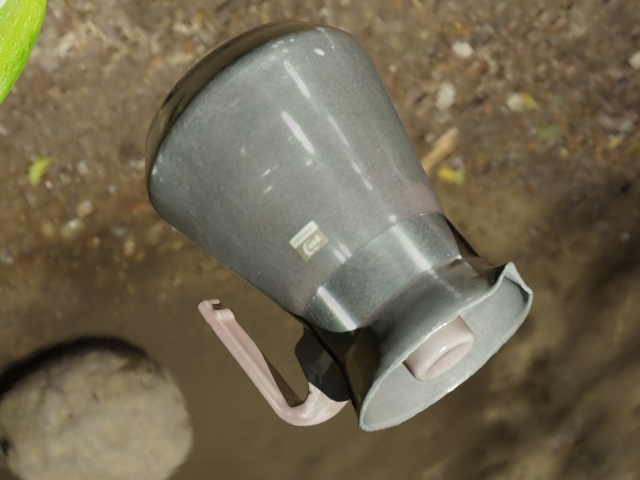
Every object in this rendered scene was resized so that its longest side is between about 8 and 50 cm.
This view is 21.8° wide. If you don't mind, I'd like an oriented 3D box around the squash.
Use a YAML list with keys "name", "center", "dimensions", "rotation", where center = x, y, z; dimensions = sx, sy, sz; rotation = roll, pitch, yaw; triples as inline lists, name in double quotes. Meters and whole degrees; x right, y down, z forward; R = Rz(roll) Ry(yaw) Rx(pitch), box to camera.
- name: "squash"
  center: [-0.330, -0.116, 1.442]
  dimensions: [0.292, 0.082, 0.082]
  rotation: [-55, 151, -21]

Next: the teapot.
- name: "teapot"
  center: [0.000, 0.000, 1.549]
  dimensions: [0.253, 0.344, 0.300]
  rotation: [-5, 141, -53]
